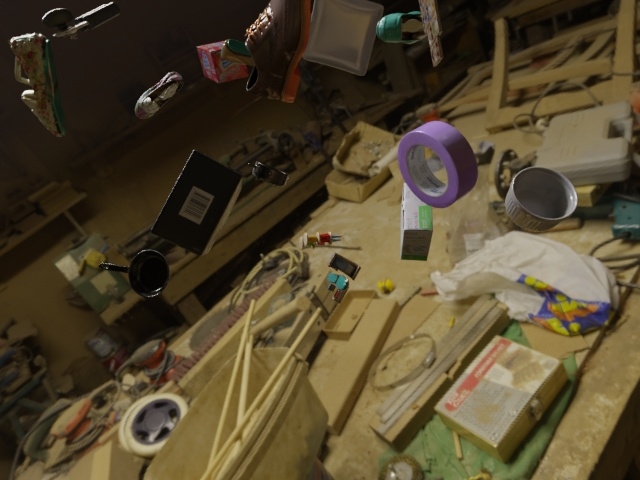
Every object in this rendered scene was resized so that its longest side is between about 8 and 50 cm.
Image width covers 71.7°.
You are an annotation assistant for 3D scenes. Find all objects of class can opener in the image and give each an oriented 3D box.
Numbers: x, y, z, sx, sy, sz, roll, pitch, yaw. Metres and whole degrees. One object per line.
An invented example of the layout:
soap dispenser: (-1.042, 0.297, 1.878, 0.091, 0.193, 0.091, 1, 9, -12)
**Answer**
can opener: (-0.785, -0.744, 1.477, 0.074, 0.093, 0.280, 4, 40, 24)

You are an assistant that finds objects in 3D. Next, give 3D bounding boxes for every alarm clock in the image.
alarm clock: (-0.175, -0.239, 1.640, 0.129, 0.064, 0.192, 28, 13, 26)

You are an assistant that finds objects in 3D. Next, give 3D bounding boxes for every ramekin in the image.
ramekin: (0.710, -0.127, 1.446, 0.207, 0.109, 0.207, 0, 62, 0)

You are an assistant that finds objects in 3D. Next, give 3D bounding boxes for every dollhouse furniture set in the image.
dollhouse furniture set: (0.072, 0.161, 1.910, 0.184, 0.129, 0.129, -61, 1, 1)

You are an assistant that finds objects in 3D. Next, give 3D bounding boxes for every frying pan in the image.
frying pan: (-0.768, 0.154, 1.858, 0.326, 0.197, 0.053, -15, -8, 14)

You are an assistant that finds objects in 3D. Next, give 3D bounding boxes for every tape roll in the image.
tape roll: (0.380, -0.247, 1.463, 0.090, 0.275, 0.275, -30, 21, -20)

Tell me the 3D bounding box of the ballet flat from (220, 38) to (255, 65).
ballet flat: (-0.225, -0.616, 1.486, 0.232, 0.080, 0.073, 2, -19, -36)

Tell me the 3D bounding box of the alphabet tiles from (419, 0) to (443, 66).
alphabet tiles: (0.216, -0.482, 0.898, 0.009, 0.237, 0.198, -12, 11, 10)

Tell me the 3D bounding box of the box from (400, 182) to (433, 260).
box: (0.413, -0.081, 1.936, 0.126, 0.231, 0.262, 3, 54, 8)

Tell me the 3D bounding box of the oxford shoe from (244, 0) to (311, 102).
oxford shoe: (-0.101, -0.466, 0.998, 0.132, 0.364, 0.130, 0, 54, -13)

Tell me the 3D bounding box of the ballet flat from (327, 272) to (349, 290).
ballet flat: (0.081, 0.156, 1.678, 0.057, 0.052, 0.168, -65, 24, 2)

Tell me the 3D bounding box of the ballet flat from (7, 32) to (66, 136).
ballet flat: (-0.619, -0.339, 0.974, 0.077, 0.241, 0.091, 0, 46, -19)

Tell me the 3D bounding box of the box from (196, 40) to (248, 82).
box: (-0.396, -0.719, 1.775, 0.128, 0.123, 0.257, -20, 33, -17)

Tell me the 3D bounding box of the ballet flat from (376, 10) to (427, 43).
ballet flat: (0.255, -0.585, 1.223, 0.087, 0.083, 0.247, 20, 35, 36)

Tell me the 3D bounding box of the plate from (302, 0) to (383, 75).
plate: (0.087, -0.846, 1.805, 0.277, 0.278, 0.045, 12, 18, -12)

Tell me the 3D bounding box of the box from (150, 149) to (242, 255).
box: (-0.405, -0.115, 1.514, 0.296, 0.182, 0.294, -63, 10, -5)

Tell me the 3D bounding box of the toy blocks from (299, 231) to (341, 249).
toy blocks: (0.000, 0.000, 1.778, 0.148, 0.054, 0.123, -3, -11, -17)

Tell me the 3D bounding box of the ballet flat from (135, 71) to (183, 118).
ballet flat: (-0.583, -0.518, 1.601, 0.221, 0.077, 0.079, -42, 45, 3)
